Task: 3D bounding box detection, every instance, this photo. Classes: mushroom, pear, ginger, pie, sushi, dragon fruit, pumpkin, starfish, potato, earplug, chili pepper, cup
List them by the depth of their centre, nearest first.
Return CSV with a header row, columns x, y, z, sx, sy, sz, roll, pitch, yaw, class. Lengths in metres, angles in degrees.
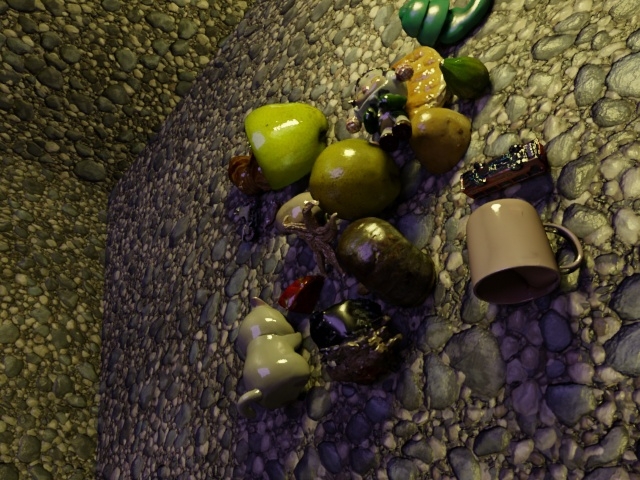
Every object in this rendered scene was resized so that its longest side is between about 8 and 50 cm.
x,y,z,sx,sy,sz,roll,pitch,yaw,class
0.478,0.018,1.225,0.253,0.191,0.200,-8,57,13,cup
0.096,0.295,1.466,0.238,0.225,0.218,111,147,-53,sushi
0.151,0.058,1.520,0.242,0.232,0.325,-60,35,9,pumpkin
0.340,-0.322,1.570,0.203,0.158,0.178,-60,38,12,potato
0.104,-0.195,1.667,0.294,0.294,0.294,-25,53,38,pear
0.003,-0.002,1.706,0.060,0.302,0.299,-39,22,-33,starfish
0.406,-0.764,1.722,0.163,0.281,0.257,-77,-1,-46,earplug
0.302,-0.493,1.753,0.340,0.083,0.339,-25,53,39,pie
-0.077,0.172,1.797,0.121,0.127,0.160,23,87,42,dragon fruit
-0.047,-0.081,1.872,0.206,0.209,0.206,-60,-3,-5,mushroom
-0.120,-0.416,2.035,0.318,0.238,0.342,-20,56,4,pear
-0.204,-0.116,2.156,0.050,0.041,0.153,-116,42,-67,chili pepper
-0.286,-0.333,2.276,0.358,0.153,0.274,-9,64,44,ginger

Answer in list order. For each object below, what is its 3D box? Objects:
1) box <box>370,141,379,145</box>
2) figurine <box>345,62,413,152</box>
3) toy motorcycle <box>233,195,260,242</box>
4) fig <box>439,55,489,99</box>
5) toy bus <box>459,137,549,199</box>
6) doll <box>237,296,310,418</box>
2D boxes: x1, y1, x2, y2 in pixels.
x,y,z,sx,sy,sz,roll,pitch,yaw,class
0.183,-0.296,1.820,0.106,0.037,0.105,-26,52,38,box
0.201,-0.416,1.610,0.281,0.167,0.369,-43,35,28,figurine
-0.321,-0.090,2.245,0.123,0.080,0.215,-22,59,40,toy motorcycle
0.428,-0.506,1.564,0.123,0.156,0.123,-33,44,39,fig
0.486,-0.184,1.371,0.235,0.096,0.073,-23,53,40,toy bus
-0.161,0.387,1.711,0.370,0.226,0.214,-101,20,-49,doll
